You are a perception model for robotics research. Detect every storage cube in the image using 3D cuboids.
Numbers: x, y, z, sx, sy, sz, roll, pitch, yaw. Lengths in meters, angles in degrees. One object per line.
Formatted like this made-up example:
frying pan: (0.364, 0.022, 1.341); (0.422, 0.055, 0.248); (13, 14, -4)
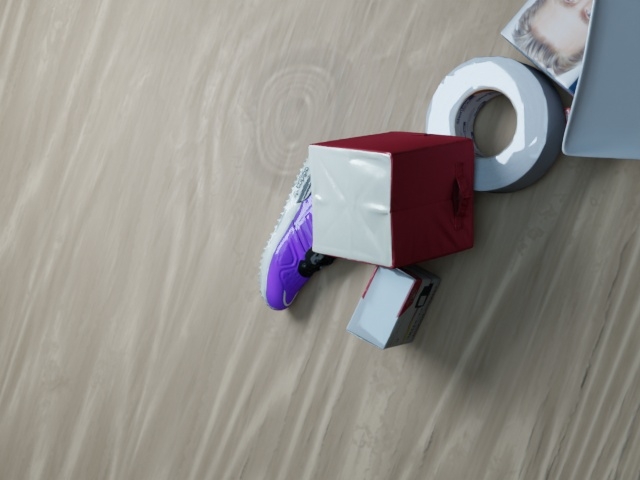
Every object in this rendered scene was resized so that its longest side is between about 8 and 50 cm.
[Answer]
storage cube: (0.114, -0.071, 1.731); (0.215, 0.193, 0.184); (12, 109, 46)

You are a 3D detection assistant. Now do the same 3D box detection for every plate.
plate: (0.511, -0.253, 1.611); (0.277, 0.045, 0.278); (3, 114, -8)

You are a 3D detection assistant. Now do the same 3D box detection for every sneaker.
sneaker: (0.000, 0.000, 1.874); (0.146, 0.102, 0.293); (24, 96, 21)

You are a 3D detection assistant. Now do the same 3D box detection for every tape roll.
tape roll: (0.283, -0.187, 1.760); (0.219, 0.072, 0.219); (0, 90, 34)

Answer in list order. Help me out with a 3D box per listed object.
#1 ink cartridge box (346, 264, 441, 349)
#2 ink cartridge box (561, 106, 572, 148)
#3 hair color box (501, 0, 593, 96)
ink cartridge box: (0.124, 0.103, 1.779); (0.072, 0.175, 0.127); (27, 98, 19)
ink cartridge box: (0.394, -0.182, 1.758); (0.115, 0.029, 0.063); (-9, 84, 23)
hair color box: (0.465, -0.393, 1.674); (0.347, 0.105, 0.174); (-50, 52, 13)
